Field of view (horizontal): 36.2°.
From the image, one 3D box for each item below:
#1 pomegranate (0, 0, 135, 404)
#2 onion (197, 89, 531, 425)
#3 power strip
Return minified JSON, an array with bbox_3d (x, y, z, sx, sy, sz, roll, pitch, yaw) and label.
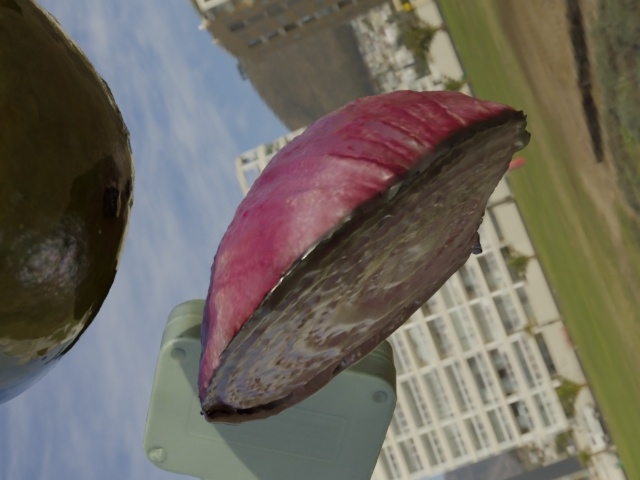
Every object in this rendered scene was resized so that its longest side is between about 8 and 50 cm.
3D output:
[{"bbox_3d":[-0.240,-0.046,0.557,0.323,0.291,0.290,-86,-26,-51],"label":"pomegranate"},{"bbox_3d":[0.000,0.000,0.618,0.111,0.247,0.250,49,162,17],"label":"onion"},{"bbox_3d":[-0.062,0.209,0.969,0.141,0.230,0.261,-88,12,-61],"label":"power strip"}]
